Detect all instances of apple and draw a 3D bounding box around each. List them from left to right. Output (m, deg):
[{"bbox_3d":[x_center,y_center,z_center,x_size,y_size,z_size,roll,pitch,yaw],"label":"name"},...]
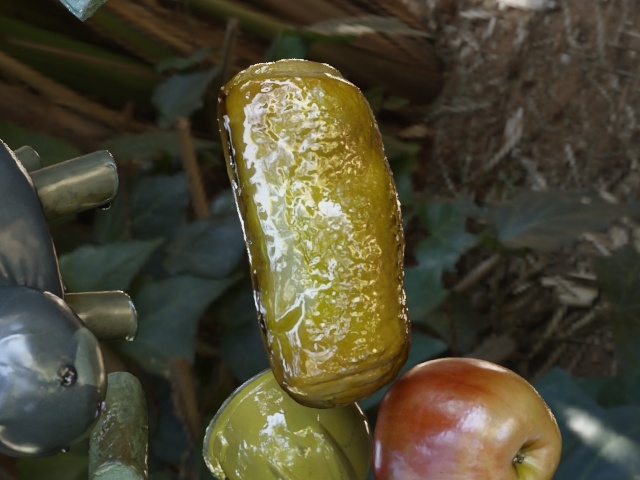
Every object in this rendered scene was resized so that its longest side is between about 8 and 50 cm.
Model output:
[{"bbox_3d":[0.154,0.213,1.297,0.199,0.199,0.199,-24,61,56],"label":"apple"}]

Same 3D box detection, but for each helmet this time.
[{"bbox_3d":[-0.013,0.262,1.468,0.205,0.257,0.140,-37,50,-4],"label":"helmet"}]

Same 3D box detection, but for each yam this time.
[{"bbox_3d":[-0.138,0.137,0.852,0.043,0.043,0.094,-57,28,36],"label":"yam"}]

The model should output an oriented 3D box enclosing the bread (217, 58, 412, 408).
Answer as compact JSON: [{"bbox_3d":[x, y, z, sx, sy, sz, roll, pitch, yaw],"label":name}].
[{"bbox_3d":[0.008,-0.002,1.240,0.328,0.147,0.337,67,-168,-79],"label":"bread"}]

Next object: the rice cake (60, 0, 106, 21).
[{"bbox_3d":[-0.150,-0.260,0.927,0.085,0.040,0.226,48,132,-2],"label":"rice cake"}]

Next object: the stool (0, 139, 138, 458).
[{"bbox_3d":[-0.172,0.032,0.644,0.228,0.139,0.153,52,136,26],"label":"stool"}]
